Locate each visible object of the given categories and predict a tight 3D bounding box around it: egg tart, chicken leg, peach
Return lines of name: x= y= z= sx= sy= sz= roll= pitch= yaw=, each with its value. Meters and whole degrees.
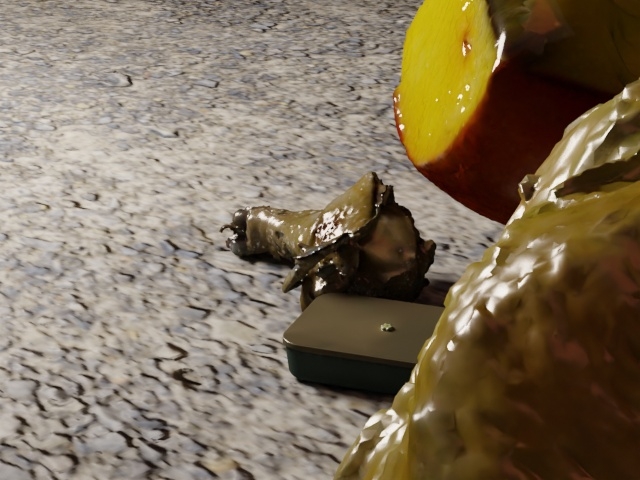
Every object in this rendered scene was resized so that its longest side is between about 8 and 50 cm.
egg tart: x=0.149 y=0.111 z=0.469 sx=0.339 sy=0.153 sz=0.351 roll=37 pitch=81 yaw=23
chicken leg: x=0.007 y=-0.003 z=1.080 sx=0.125 sy=0.080 sz=0.196 roll=-23 pitch=26 yaw=-15
peach: x=0.225 y=-0.122 z=1.156 sx=0.380 sy=0.242 sz=0.306 roll=-4 pitch=42 yaw=-36

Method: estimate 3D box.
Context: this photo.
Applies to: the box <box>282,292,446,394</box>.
box: x=0.044 y=0.071 z=0.947 sx=0.126 sy=0.031 sz=0.091 roll=7 pitch=23 yaw=19
